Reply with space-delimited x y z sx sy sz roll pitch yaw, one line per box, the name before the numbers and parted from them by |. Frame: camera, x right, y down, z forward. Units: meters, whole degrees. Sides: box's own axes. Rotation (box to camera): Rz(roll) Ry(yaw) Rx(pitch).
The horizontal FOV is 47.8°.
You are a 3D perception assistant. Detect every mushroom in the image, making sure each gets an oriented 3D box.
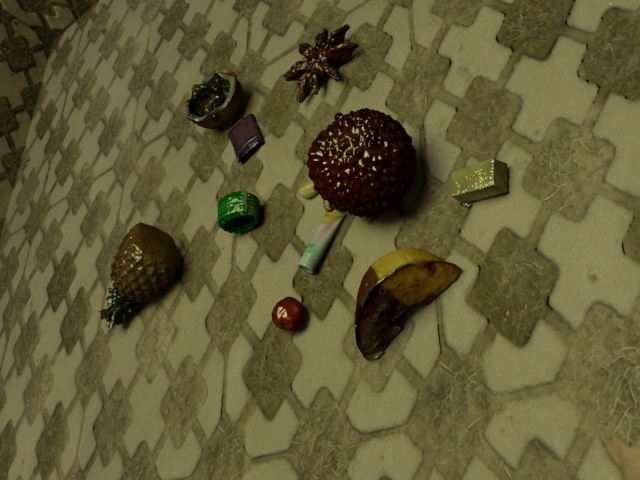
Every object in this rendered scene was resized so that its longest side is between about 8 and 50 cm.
mushroom | 0.043 -0.108 1.868 0.088 0.072 0.130 -34 28 40

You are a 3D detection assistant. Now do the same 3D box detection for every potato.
potato | 0.347 -0.127 1.589 0.122 0.061 0.086 -16 59 39

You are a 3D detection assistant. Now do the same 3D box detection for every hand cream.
hand cream | 0.000 0.000 1.876 0.076 0.047 0.174 9 65 49

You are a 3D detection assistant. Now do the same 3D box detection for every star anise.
star anise | -0.002 -0.533 2.165 0.288 0.088 0.288 -22 55 35

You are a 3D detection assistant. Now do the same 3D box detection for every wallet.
wallet | -0.241 -0.331 2.322 0.111 0.030 0.166 -43 42 19

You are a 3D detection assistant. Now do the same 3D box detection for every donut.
donut | 0.146 0.113 1.584 0.295 0.151 0.112 -49 31 12

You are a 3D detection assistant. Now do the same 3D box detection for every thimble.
thimble | -0.236 -0.083 2.102 0.130 0.118 0.090 -41 45 47

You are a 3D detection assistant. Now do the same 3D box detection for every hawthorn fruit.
hawthorn fruit | -0.075 0.188 1.811 0.093 0.093 0.093 -24 51 34

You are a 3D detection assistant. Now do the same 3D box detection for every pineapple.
pineapple | -0.596 0.128 2.285 0.362 0.202 0.202 -50 41 21

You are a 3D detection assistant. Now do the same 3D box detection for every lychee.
lychee | 0.095 -0.194 1.729 0.264 0.264 0.300 -39 62 22

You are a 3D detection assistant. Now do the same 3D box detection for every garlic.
garlic | -0.035 -0.144 1.998 0.083 0.041 0.053 13 71 56

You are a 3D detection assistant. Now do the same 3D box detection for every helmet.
helmet | -0.339 -0.458 2.422 0.224 0.130 0.199 -17 57 25
